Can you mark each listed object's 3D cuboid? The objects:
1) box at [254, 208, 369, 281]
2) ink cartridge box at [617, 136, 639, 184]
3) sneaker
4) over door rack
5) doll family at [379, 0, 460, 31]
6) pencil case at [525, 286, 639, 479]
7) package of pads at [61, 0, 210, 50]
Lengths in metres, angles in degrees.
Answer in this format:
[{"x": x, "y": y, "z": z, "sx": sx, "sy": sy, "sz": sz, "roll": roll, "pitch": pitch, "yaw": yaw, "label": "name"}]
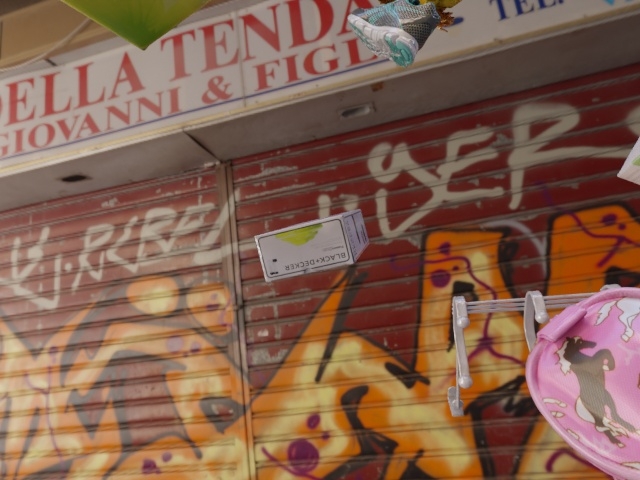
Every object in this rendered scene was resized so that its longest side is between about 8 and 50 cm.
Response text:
[{"x": 0.000, "y": 0.000, "z": 0.845, "sx": 0.169, "sy": 0.087, "sz": 0.290, "roll": -13, "pitch": 4, "yaw": 14, "label": "box"}, {"x": 0.621, "y": -0.083, "z": 0.530, "sx": 0.354, "sy": 0.119, "sz": 0.207, "roll": 30, "pitch": 8, "yaw": 23, "label": "ink cartridge box"}, {"x": 0.097, "y": -0.284, "z": 0.544, "sx": 0.076, "sy": 0.166, "sz": 0.065, "roll": -45, "pitch": -46, "yaw": 10, "label": "sneaker"}, {"x": 0.343, "y": 0.214, "z": 0.684, "sx": 0.240, "sy": 0.108, "sz": 0.324, "roll": -5, "pitch": -50, "yaw": 10, "label": "over door rack"}, {"x": 0.167, "y": -0.377, "z": 0.583, "sx": 0.163, "sy": 0.118, "sz": 0.263, "roll": -7, "pitch": 2, "yaw": 34, "label": "doll family"}, {"x": 0.348, "y": 0.191, "z": 0.424, "sx": 0.167, "sy": 0.159, "sz": 0.386, "roll": -6, "pitch": -34, "yaw": 41, "label": "pencil case"}, {"x": -0.260, "y": -0.383, "z": 0.486, "sx": 0.229, "sy": 0.101, "sz": 0.297, "roll": -17, "pitch": -15, "yaw": 27, "label": "package of pads"}]
